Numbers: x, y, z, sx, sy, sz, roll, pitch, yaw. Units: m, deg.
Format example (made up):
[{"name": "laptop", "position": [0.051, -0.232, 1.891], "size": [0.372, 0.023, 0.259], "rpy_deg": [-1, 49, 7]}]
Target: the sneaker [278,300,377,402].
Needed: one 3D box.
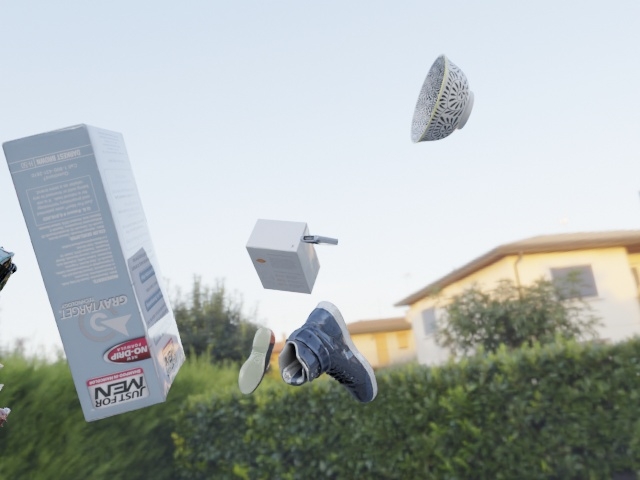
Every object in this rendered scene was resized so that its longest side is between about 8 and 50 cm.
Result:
[{"name": "sneaker", "position": [0.012, 0.252, 1.145], "size": [0.086, 0.226, 0.163], "rpy_deg": [-18, 17, 41]}]

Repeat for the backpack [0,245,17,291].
[{"name": "backpack", "position": [-0.533, 0.079, 0.833], "size": [0.144, 0.188, 0.166], "rpy_deg": [31, -71, -18]}]

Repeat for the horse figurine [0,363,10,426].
[{"name": "horse figurine", "position": [-0.831, 0.311, 1.464], "size": [0.066, 0.263, 0.174], "rpy_deg": [-23, 18, -7]}]

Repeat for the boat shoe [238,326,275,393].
[{"name": "boat shoe", "position": [-0.124, 0.243, 1.211], "size": [0.049, 0.137, 0.043], "rpy_deg": [11, -17, 19]}]

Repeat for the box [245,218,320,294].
[{"name": "box", "position": [-0.085, 0.039, 1.445], "size": [0.130, 0.091, 0.170], "rpy_deg": [6, -39, 18]}]

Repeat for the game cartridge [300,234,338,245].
[{"name": "game cartridge", "position": [0.000, 0.000, 1.219], "size": [0.056, 0.017, 0.083], "rpy_deg": [14, -6, -26]}]

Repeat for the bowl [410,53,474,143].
[{"name": "bowl", "position": [0.234, -0.253, 1.124], "size": [0.080, 0.170, 0.170], "rpy_deg": [14, -19, -7]}]

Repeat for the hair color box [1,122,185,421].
[{"name": "hair color box", "position": [-0.305, 0.036, 0.855], "size": [0.114, 0.374, 0.185], "rpy_deg": [-14, 7, -2]}]
